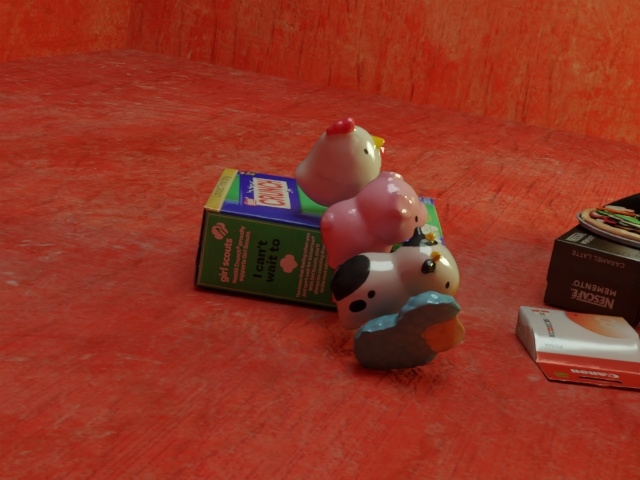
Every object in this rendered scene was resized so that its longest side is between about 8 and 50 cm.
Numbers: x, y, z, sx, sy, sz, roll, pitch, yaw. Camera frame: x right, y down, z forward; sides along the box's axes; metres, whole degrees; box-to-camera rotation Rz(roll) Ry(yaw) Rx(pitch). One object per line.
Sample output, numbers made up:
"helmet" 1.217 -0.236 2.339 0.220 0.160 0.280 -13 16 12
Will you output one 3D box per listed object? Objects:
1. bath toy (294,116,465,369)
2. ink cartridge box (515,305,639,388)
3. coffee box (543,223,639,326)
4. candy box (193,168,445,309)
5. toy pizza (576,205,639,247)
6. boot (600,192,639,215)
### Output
"bath toy" 0.069 -0.016 1.517 0.151 0.129 0.348 -7 48 -15
"ink cartridge box" 0.333 0.133 1.583 0.145 0.045 0.179 7 11 -6
"coffee box" 0.436 0.041 1.896 0.141 0.098 0.246 15 15 22
"candy box" 0.000 0.000 1.737 0.317 0.122 0.268 8 15 -1
"toy pizza" 0.487 -0.022 1.906 0.201 0.032 0.201 11 14 -3
"boot" 0.651 -0.041 2.089 0.377 0.138 0.284 -24 -15 39
